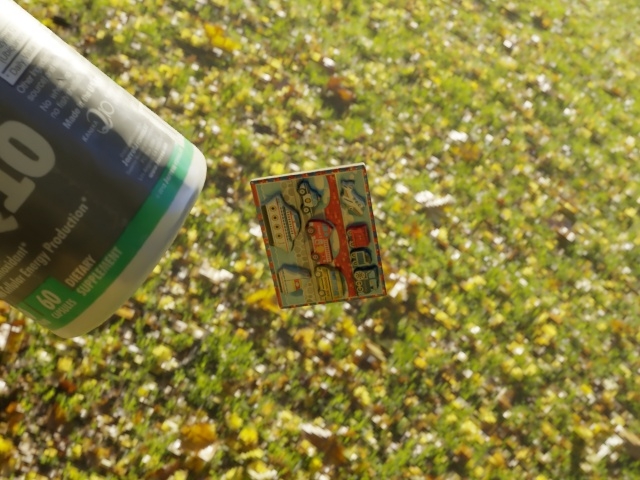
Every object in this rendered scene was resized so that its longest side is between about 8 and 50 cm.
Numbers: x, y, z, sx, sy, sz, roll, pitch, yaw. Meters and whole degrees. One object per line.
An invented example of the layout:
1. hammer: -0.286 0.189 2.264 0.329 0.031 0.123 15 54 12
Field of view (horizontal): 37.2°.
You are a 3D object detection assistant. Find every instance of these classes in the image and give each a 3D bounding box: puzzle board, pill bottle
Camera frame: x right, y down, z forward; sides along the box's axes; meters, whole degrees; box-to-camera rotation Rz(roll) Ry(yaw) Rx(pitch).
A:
1. puzzle board: 0.000 0.000 0.806 0.097 0.128 0.011 -8 28 6
2. pill bottle: -0.289 -0.097 0.766 0.361 0.204 0.204 38 32 -21
